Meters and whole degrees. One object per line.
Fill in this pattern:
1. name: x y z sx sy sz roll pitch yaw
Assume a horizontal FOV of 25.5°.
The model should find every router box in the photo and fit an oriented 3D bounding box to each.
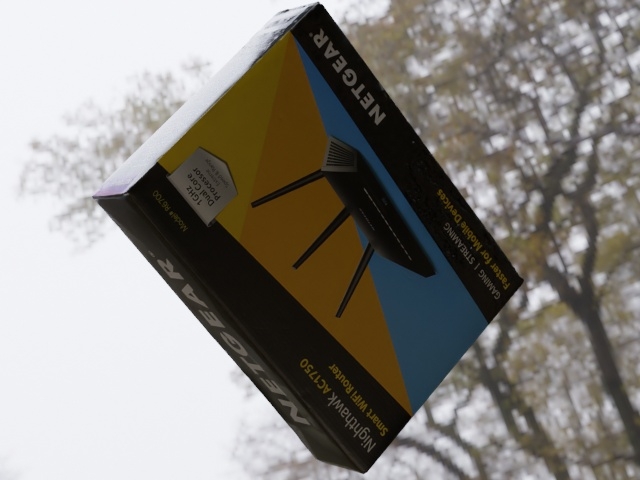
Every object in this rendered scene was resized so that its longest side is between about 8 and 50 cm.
1. router box: 0.000 0.000 0.664 0.179 0.133 0.046 51 -24 -21
